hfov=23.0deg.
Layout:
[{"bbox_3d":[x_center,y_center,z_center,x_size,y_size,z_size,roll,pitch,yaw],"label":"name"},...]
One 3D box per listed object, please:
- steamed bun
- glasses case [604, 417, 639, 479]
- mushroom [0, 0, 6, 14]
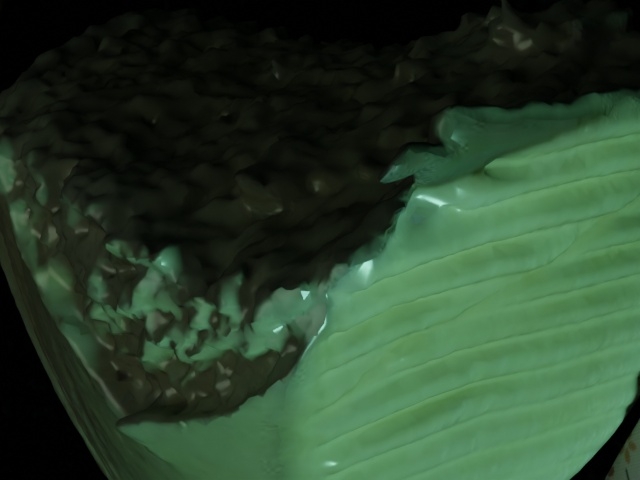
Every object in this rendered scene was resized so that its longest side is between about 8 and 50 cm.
[{"bbox_3d":[0.000,0.000,0.712,0.272,0.290,0.273,36,134,40],"label":"steamed bun"},{"bbox_3d":[0.211,0.064,0.688,0.103,0.067,0.267,36,124,22],"label":"glasses case"},{"bbox_3d":[-0.294,-0.211,0.912,0.208,0.233,0.302,152,121,-69],"label":"mushroom"}]
